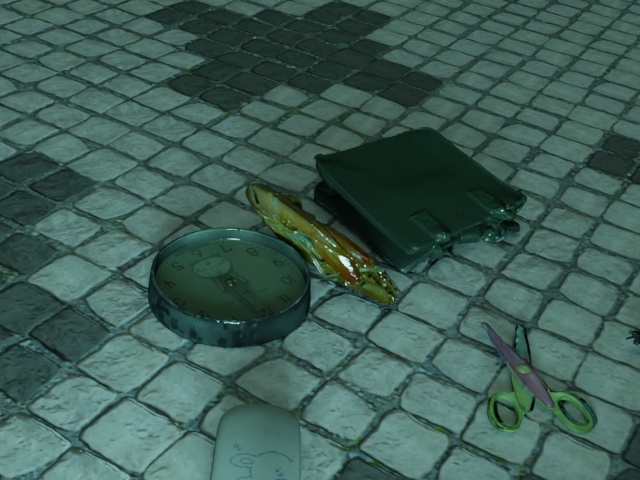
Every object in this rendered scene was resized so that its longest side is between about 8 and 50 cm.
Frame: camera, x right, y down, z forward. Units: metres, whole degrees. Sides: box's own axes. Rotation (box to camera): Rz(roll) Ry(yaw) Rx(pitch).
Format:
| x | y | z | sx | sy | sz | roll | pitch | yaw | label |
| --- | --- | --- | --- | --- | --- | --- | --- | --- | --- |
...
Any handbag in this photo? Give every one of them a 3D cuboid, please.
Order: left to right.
| x | y | z | sx | sy | sz | roll | pitch | yaw | label |
| --- | --- | --- | --- | --- | --- | --- | --- | --- | --- |
| 0.147 | -0.067 | 1.386 | 0.247 | 0.079 | 0.260 | -20 | 44 | -31 | handbag |

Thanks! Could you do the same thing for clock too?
| x | y | z | sx | sy | sz | roll | pitch | yaw | label |
| --- | --- | --- | --- | --- | --- | --- | --- | --- | --- |
| -0.117 | 0.056 | 1.187 | 0.215 | 0.042 | 0.215 | 5 | 34 | -3 | clock |

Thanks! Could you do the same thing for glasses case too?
| x | y | z | sx | sy | sz | roll | pitch | yaw | label |
| --- | --- | --- | --- | --- | --- | --- | --- | --- | --- |
| -0.065 | 0.250 | 0.891 | 0.092 | 0.059 | 0.233 | 4 | 33 | -2 | glasses case |

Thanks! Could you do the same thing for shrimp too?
| x | y | z | sx | sy | sz | roll | pitch | yaw | label |
| --- | --- | --- | --- | --- | --- | --- | --- | --- | --- |
| 0.000 | 0.001 | 1.230 | 0.267 | 0.145 | 0.061 | 41 | 79 | 21 | shrimp |

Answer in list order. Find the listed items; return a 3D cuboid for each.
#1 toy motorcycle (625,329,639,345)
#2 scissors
| x | y | z | sx | sy | sz | roll | pitch | yaw | label |
| --- | --- | --- | --- | --- | --- | --- | --- | --- | --- |
| 0.472 | 0.124 | 1.179 | 0.100 | 0.058 | 0.173 | 23 | 35 | 35 | toy motorcycle |
| 0.249 | 0.164 | 1.110 | 0.134 | 0.020 | 0.187 | 3 | 36 | -12 | scissors |
